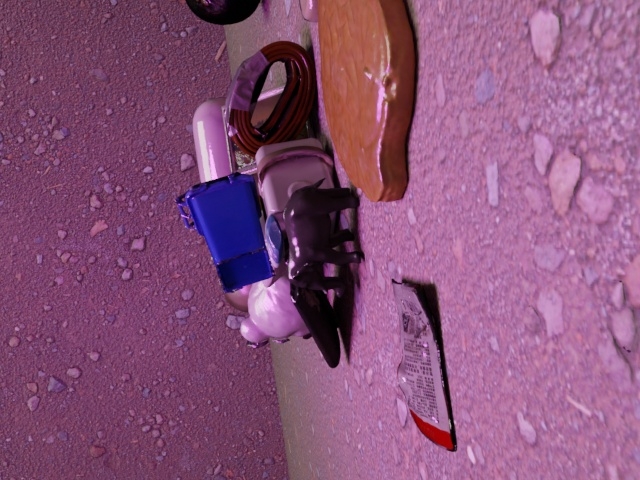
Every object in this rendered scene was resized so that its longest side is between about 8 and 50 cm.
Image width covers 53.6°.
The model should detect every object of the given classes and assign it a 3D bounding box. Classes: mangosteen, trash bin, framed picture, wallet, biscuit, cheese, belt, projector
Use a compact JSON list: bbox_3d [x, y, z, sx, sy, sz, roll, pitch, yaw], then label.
[{"bbox_3d":[-0.279,-0.805,1.897,0.275,0.275,0.302,95,-161,-50],"label":"mangosteen"},{"bbox_3d":[-0.202,-0.016,1.394,0.162,0.184,0.234,82,167,-53],"label":"trash bin"},{"bbox_3d":[-0.130,-0.270,1.534,0.014,0.252,0.197,5,-106,-62],"label":"framed picture"},{"bbox_3d":[-0.011,0.143,1.413,0.321,0.044,0.170,66,-166,-50],"label":"wallet"},{"bbox_3d":[0.051,-0.263,0.989,0.385,0.062,0.365,-113,18,-54],"label":"biscuit"},{"bbox_3d":[-0.013,-0.496,1.178,0.092,0.047,0.171,-129,32,-65],"label":"cheese"},{"bbox_3d":[-0.114,-0.315,1.411,0.261,0.184,0.105,-61,19,5],"label":"belt"},{"bbox_3d":[-0.054,-0.097,1.396,0.242,0.163,0.177,95,162,-58],"label":"projector"}]

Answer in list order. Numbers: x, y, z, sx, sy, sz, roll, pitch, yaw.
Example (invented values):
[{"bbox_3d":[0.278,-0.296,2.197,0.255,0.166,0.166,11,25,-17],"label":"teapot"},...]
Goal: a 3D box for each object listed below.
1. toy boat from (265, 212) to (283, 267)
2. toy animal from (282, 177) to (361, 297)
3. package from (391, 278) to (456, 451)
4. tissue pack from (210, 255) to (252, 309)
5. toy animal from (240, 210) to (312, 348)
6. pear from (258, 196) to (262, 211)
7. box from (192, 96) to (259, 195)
[{"bbox_3d":[-0.094,0.015,1.294,0.149,0.034,0.105,95,169,-57],"label":"toy boat"},{"bbox_3d":[-0.001,0.000,1.231,0.114,0.146,0.245,-149,51,-75],"label":"toy animal"},{"bbox_3d":[0.142,0.176,0.932,0.154,0.030,0.239,-179,80,-78],"label":"package"},{"bbox_3d":[-0.198,0.093,1.998,0.387,0.276,0.267,154,104,-80],"label":"tissue pack"},{"bbox_3d":[-0.107,0.084,1.609,0.194,0.258,0.357,21,134,39],"label":"toy animal"},{"bbox_3d":[-0.216,-0.142,2.056,0.209,0.208,0.209,172,90,-79],"label":"pear"},{"bbox_3d":[-0.214,-0.262,1.795,0.349,0.141,0.289,-25,-67,-58],"label":"box"}]
